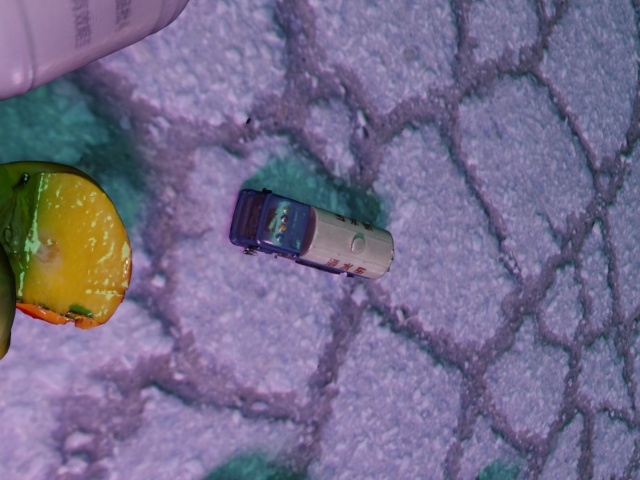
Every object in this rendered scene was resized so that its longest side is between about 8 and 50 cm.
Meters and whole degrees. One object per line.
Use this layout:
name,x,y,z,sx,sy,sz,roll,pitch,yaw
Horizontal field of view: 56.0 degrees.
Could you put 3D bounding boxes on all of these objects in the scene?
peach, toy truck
peach,-0.227,0.004,0.505,0.151,0.118,0.151,0,85,1
toy truck,0.000,0.000,0.690,0.202,0.088,0.074,17,86,-36

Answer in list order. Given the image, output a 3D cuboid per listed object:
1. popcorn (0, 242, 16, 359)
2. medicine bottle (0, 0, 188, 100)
popcorn,-0.348,0.007,0.318,0.312,0.312,0.312,-4,97,-37
medicine bottle,-0.181,-0.264,0.430,0.306,0.245,0.245,-38,115,-29
